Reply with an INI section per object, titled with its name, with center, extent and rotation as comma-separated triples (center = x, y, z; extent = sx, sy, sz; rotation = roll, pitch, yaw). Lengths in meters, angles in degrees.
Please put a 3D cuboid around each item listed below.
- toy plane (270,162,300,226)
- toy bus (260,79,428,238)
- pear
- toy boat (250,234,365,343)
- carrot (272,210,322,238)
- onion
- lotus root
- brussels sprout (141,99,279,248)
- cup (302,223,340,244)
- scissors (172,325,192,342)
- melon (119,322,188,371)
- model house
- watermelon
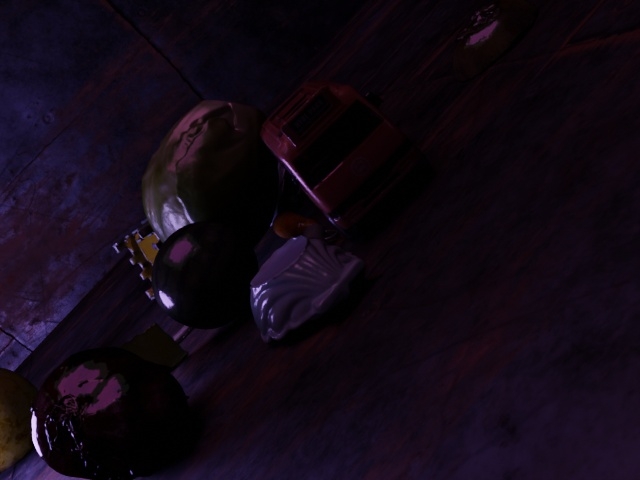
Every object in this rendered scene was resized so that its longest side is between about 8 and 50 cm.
[toy plane]
center = -0.076, -0.156, 1.951
extent = 0.267, 0.088, 0.212
rotation = -65, 18, -2
[toy bus]
center = 0.023, -0.174, 1.530
extent = 0.203, 0.233, 0.427
rotation = -45, 15, 2
[pear]
center = -0.844, 0.463, 2.118
extent = 0.283, 0.283, 0.283
rotation = -41, 16, 15
[toy boat]
center = -0.036, 0.066, 1.321
extent = 0.199, 0.100, 0.290
rotation = -52, 15, -21
[carrot]
center = -0.044, -0.027, 1.663
extent = 0.059, 0.059, 0.248
rotation = -48, 18, -10
[onion]
center = -0.330, 0.279, 1.340
extent = 0.281, 0.281, 0.221
rotation = -22, 71, 55
[lotus root]
center = 0.328, -0.413, 1.644
extent = 0.204, 0.078, 0.183
rotation = -40, 15, 24
[brussels sprout]
center = -0.225, -0.126, 1.780
extent = 0.281, 0.289, 0.354
rotation = 25, 102, 41
[cup]
center = -0.005, -0.002, 1.488
extent = 0.075, 0.055, 0.083
rotation = -55, 9, 20
[scissors]
center = -0.377, 0.275, 1.812
extent = 0.300, 0.022, 0.109
rotation = -44, 19, 1
[melon]
center = -0.333, 0.217, 1.558
extent = 0.053, 0.113, 0.262
rotation = -17, -4, 19
[model house]
center = -0.383, 0.011, 2.171
extent = 0.215, 0.198, 0.224
rotation = -41, 9, -35
[watermelon]
center = -0.222, 0.065, 1.604
extent = 0.212, 0.212, 0.212
rotation = -41, 16, 15
